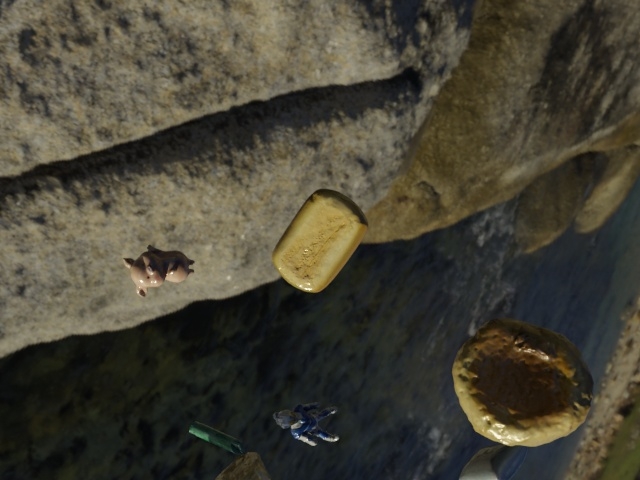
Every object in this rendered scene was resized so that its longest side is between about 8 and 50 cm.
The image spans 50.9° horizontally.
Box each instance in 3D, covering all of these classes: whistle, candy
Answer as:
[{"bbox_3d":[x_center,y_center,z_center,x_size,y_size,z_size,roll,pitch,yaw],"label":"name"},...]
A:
[{"bbox_3d":[-0.277,0.529,1.807,0.039,0.186,0.039,-15,109,-50],"label":"whistle"},{"bbox_3d":[0.430,0.560,1.676,0.138,0.071,0.174,-37,175,-32],"label":"candy"}]

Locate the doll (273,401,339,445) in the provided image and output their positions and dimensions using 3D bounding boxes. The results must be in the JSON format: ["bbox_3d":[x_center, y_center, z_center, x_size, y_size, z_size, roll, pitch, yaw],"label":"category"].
[{"bbox_3d":[-0.038,0.488,1.800,0.227,0.057,0.114,17,67,-39],"label":"doll"}]

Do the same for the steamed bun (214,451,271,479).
[{"bbox_3d":[-0.167,0.619,1.629,0.140,0.155,0.172,-35,-174,-4],"label":"steamed bun"}]

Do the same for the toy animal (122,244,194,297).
[{"bbox_3d":[-0.343,0.064,1.448,0.150,0.083,0.089,-6,144,-23],"label":"toy animal"}]

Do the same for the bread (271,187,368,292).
[{"bbox_3d":[0.000,0.000,1.416,0.217,0.147,0.098,-51,172,9],"label":"bread"}]

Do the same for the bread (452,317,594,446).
[{"bbox_3d":[0.364,0.258,1.225,0.244,0.244,0.134,-56,150,-12],"label":"bread"}]
